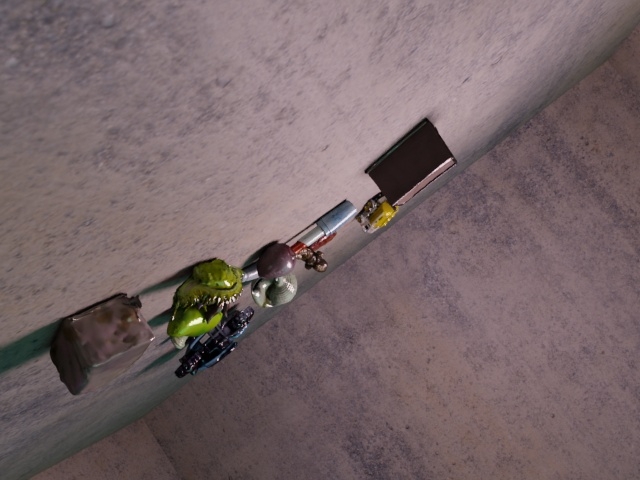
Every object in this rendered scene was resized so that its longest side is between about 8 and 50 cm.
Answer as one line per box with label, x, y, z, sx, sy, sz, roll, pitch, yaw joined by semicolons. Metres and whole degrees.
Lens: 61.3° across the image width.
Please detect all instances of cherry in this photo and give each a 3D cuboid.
cherry;-0.136;0.070;1.792;0.148;0.115;0.188;-57;173;8

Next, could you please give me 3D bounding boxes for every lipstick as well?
lipstick;0.004;-0.038;1.892;0.274;0.068;0.061;-37;168;-8

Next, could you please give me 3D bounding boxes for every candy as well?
candy;-0.481;0.228;1.202;0.184;0.137;0.195;-26;164;-49

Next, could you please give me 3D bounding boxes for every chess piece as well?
chess piece;-0.484;0.335;2.009;0.149;0.059;0.059;-42;171;-1

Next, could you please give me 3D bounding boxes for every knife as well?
knife;-0.279;0.120;1.758;0.331;0.044;0.080;-22;156;-45

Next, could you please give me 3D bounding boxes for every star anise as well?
star anise;-0.314;0.171;1.668;0.204;0.061;0.181;-18;125;-56

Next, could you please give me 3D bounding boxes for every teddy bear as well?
teddy bear;-0.043;0.066;2.119;0.119;0.160;0.078;-41;-153;41

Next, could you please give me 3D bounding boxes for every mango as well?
mango;-0.401;0.249;1.695;0.125;0.111;0.233;-47;168;25

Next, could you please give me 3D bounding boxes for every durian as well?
durian;-0.282;0.117;1.430;0.106;0.132;0.375;-27;-179;21

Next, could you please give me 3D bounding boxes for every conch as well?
conch;-0.176;0.151;1.997;0.172;0.131;0.200;-14;127;-4

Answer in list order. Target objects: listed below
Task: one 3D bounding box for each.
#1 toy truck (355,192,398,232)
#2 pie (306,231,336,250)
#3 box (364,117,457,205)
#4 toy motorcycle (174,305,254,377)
toy truck;0.240;-0.112;2.272;0.098;0.114;0.227;-32;170;-26
pie;0.000;0.000;2.189;0.153;0.038;0.153;-33;171;-6
box;0.296;-0.238;1.726;0.252;0.153;0.188;-38;170;18
toy motorcycle;-0.457;0.430;2.320;0.416;0.172;0.232;-43;179;-15
